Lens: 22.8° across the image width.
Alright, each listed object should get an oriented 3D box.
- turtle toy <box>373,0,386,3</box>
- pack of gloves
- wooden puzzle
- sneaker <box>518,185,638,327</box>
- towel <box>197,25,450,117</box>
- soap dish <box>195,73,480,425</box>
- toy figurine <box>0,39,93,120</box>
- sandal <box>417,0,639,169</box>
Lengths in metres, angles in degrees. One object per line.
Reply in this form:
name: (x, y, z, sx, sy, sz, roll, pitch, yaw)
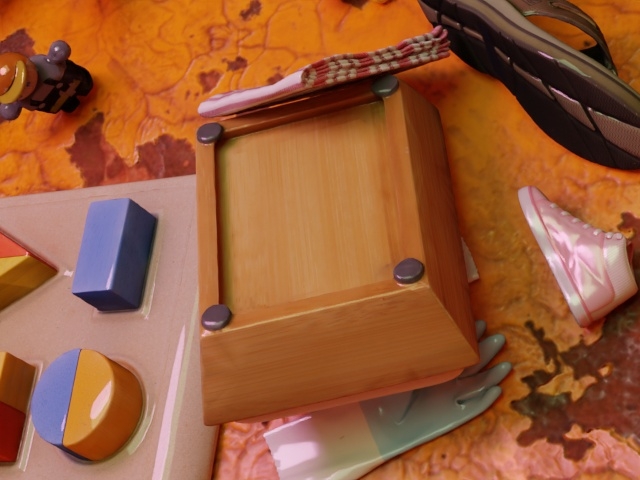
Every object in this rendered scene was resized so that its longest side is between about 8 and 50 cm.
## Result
turtle toy: (0.037, -0.277, 1.519, 0.130, 0.066, 0.095, -41, 55, 3)
pack of gloves: (0.037, 0.092, 1.348, 0.232, 0.046, 0.195, -29, 57, 10)
wooden puzzle: (-0.249, 0.086, 1.472, 0.348, 0.080, 0.322, -3, 64, 25)
sneaker: (0.216, 0.001, 1.302, 0.070, 0.051, 0.134, -28, 60, 9)
towel: (0.004, -0.146, 1.388, 0.144, 0.197, 0.029, -13, 93, 47)
soap dish: (0.000, 0.000, 1.322, 0.229, 0.118, 0.291, -13, 47, 9)
toy figurine: (-0.343, -0.224, 1.599, 0.209, 0.148, 0.213, 4, 89, 27)
sandal: (0.191, -0.172, 1.366, 0.086, 0.120, 0.303, -37, 54, -11)
